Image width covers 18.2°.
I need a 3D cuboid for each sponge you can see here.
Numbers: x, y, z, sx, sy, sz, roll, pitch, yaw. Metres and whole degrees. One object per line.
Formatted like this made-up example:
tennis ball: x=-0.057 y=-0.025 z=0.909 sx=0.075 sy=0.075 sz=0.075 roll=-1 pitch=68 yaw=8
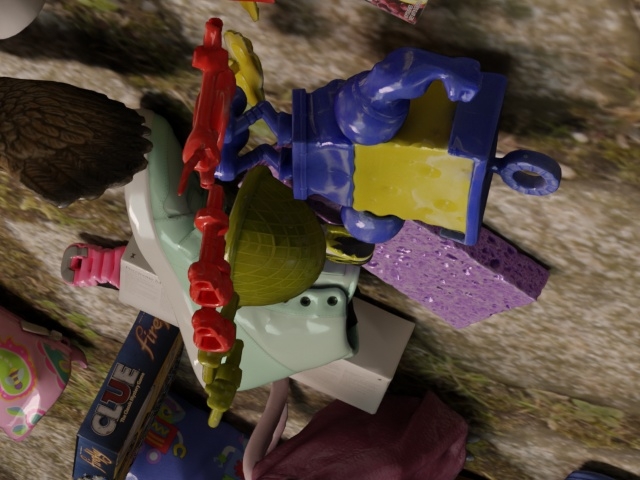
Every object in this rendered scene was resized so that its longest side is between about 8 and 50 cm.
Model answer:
sponge: x=0.053 y=-0.008 z=1.440 sx=0.210 sy=0.031 sz=0.117 roll=33 pitch=156 yaw=-17

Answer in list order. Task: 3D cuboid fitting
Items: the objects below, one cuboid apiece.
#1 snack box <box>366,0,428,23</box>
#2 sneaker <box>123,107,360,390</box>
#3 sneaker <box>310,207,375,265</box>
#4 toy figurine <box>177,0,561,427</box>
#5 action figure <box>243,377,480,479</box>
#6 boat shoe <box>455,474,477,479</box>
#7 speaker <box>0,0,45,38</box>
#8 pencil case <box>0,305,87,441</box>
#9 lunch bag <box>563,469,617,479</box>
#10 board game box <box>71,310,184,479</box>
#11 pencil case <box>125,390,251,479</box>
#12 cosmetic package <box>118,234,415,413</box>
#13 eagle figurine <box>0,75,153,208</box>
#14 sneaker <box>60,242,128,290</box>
snack box: x=0.006 y=-0.183 z=1.100 sx=0.141 sy=0.037 sz=0.100 roll=26 pitch=157 yaw=0
sneaker: x=-0.051 y=-0.004 z=1.506 sx=0.151 sy=0.094 sz=0.256 roll=-13 pitch=124 yaw=13
sneaker: x=0.000 y=0.000 z=1.430 sx=0.083 sy=0.031 sz=0.035 roll=22 pitch=161 yaw=14
toy figurine: x=0.037 y=-0.017 z=1.235 sx=0.217 sy=0.191 sz=0.362 roll=4 pitch=149 yaw=3
action figure: x=-0.037 y=0.232 z=1.673 sx=0.275 sy=0.370 sz=0.248 roll=30 pitch=127 yaw=26
boat shoe: x=0.132 y=0.259 z=1.894 sx=0.207 sy=0.073 sz=0.073 roll=30 pitch=160 yaw=8
speaker: x=-0.241 y=-0.193 z=1.313 sx=0.055 sy=0.055 sz=0.136 roll=4 pitch=149 yaw=42
pencil case: x=-0.374 y=0.083 z=1.982 sx=0.284 sy=0.124 sz=0.124 roll=35 pitch=156 yaw=-24
lunch bag: x=0.294 y=0.288 z=1.756 sx=0.219 sy=0.090 sz=0.176 roll=22 pitch=158 yaw=8
board game box: x=-0.176 y=0.150 z=1.850 sx=0.042 sy=0.165 sz=0.243 roll=25 pitch=157 yaw=1
pencil case: x=-0.073 y=0.258 z=2.036 sx=0.306 sy=0.133 sz=0.119 roll=26 pitch=136 yaw=-4
cosmetic package: x=-0.047 y=0.057 z=1.647 sx=0.239 sy=0.060 sz=0.099 roll=24 pitch=160 yaw=2
eagle figurine: x=-0.286 y=-0.083 z=1.388 sx=0.298 sy=0.226 sz=0.225 roll=-26 pitch=99 yaw=37
sneaker: x=-0.168 y=0.028 z=1.747 sx=0.119 sy=0.047 sz=0.057 roll=11 pitch=175 yaw=32
